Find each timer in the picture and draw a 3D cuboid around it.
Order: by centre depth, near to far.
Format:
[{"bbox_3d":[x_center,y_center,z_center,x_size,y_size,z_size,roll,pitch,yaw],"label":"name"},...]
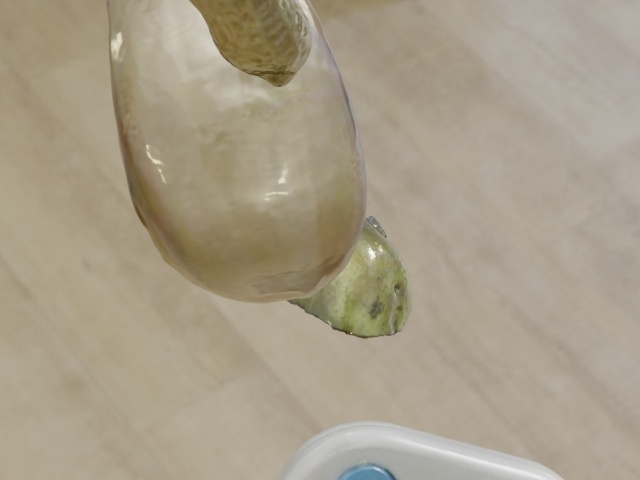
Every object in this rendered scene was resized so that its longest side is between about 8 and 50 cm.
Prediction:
[{"bbox_3d":[0.073,0.266,1.297,0.262,0.237,0.087,16,7,-7],"label":"timer"}]

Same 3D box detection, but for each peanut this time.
[{"bbox_3d":[-0.036,-0.117,0.825,0.053,0.113,0.054,-13,50,16],"label":"peanut"}]

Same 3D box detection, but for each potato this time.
[{"bbox_3d":[0.000,0.000,1.861,0.160,0.111,0.271,-1,25,-47],"label":"potato"}]

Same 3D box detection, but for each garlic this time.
[{"bbox_3d":[-0.076,-0.121,1.127,0.151,0.196,0.339,-18,82,-4],"label":"garlic"}]
